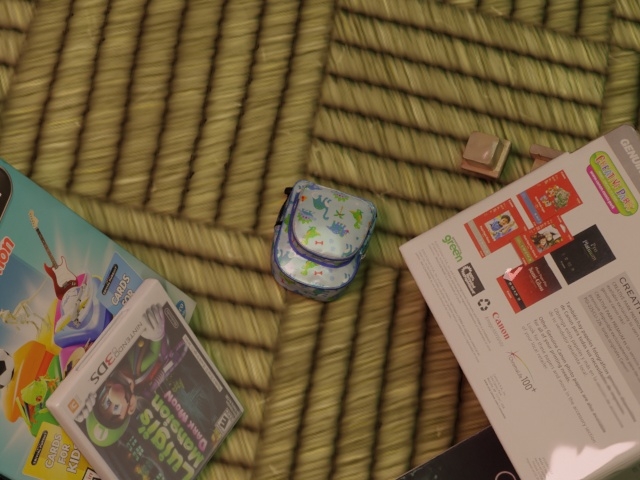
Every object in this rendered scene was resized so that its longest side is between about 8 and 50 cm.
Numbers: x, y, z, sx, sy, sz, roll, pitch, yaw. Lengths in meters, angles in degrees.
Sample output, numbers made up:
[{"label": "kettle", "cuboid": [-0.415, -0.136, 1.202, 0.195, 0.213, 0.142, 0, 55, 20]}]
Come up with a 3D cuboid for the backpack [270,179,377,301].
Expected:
[{"label": "backpack", "cuboid": [0.000, 0.000, 1.687, 0.105, 0.084, 0.114, 19, 72, -4]}]

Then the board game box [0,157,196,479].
[{"label": "board game box", "cuboid": [-0.288, 0.092, 1.490, 0.336, 0.079, 0.254, 40, 61, -42]}]

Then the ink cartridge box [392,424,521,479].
[{"label": "ink cartridge box", "cuboid": [0.097, 0.325, 1.616, 0.333, 0.065, 0.165, -28, 81, -19]}]

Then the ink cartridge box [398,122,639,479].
[{"label": "ink cartridge box", "cuboid": [0.274, 0.082, 1.589, 0.272, 0.130, 0.309, -30, 65, 8]}]

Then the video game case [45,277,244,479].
[{"label": "video game case", "cuboid": [-0.166, 0.164, 1.553, 0.173, 0.022, 0.190, -54, 128, -33]}]

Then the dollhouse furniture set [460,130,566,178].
[{"label": "dollhouse furniture set", "cuboid": [0.288, 0.083, 1.752, 0.355, 0.174, 0.303, 20, 80, 25]}]
